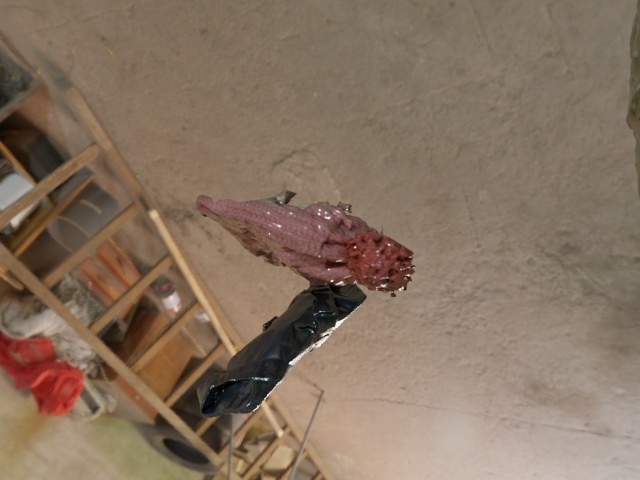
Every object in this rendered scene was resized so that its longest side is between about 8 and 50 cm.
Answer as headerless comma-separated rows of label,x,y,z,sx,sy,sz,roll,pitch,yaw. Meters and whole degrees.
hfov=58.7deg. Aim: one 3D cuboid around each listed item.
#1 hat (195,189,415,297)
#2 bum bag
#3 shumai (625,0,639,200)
hat,0.000,0.000,0.725,0.286,0.107,0.236,14,175,44
bum bag,-0.051,0.149,0.840,0.137,0.310,0.074,3,131,56
shumai,0.324,-0.121,0.199,0.323,0.398,0.324,9,167,3
